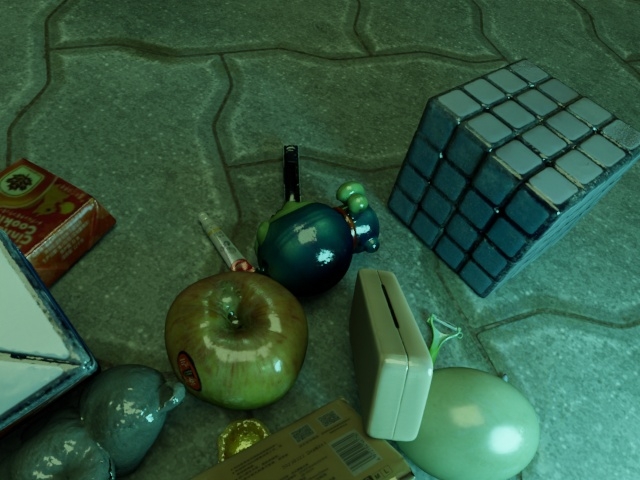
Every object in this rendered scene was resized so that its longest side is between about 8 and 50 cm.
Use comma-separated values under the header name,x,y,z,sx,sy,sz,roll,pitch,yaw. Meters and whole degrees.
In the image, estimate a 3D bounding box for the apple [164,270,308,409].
name,x,y,z,sx,sy,sz,roll,pitch,yaw
apple,-0.145,0.173,0.794,0.261,0.194,0.260,4,52,-5

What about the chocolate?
name,x,y,z,sx,sy,sz,roll,pitch,yaw
chocolate,-0.601,-0.037,0.926,0.238,0.108,0.234,29,58,10

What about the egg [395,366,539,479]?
name,x,y,z,sx,sy,sz,roll,pitch,yaw
egg,0.240,0.309,0.759,0.253,0.186,0.186,5,55,-8

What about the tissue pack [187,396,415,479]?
name,x,y,z,sx,sy,sz,roll,pitch,yaw
tissue pack,-0.026,0.423,0.652,0.306,0.238,0.238,-20,61,-22

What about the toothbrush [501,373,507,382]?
name,x,y,z,sx,sy,sz,roll,pitch,yaw
toothbrush,0.334,0.337,0.858,0.013,0.019,0.193,26,54,10

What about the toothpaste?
name,x,y,z,sx,sy,sz,roll,pitch,yaw
toothpaste,-0.217,0.008,1.000,0.048,0.031,0.190,-29,66,-29

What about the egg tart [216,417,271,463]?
name,x,y,z,sx,sy,sz,roll,pitch,yaw
egg tart,-0.125,0.356,0.762,0.105,0.039,0.105,4,55,-6

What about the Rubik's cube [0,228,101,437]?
name,x,y,z,sx,sy,sz,roll,pitch,yaw
Rubik's cube,-0.516,0.169,0.668,0.255,0.259,0.260,-34,86,-29

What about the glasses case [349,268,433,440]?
name,x,y,z,sx,sy,sz,roll,pitch,yaw
glasses case,0.105,0.171,0.768,0.076,0.143,0.336,6,19,-3

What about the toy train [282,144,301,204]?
name,x,y,z,sx,sy,sz,roll,pitch,yaw
toy train,-0.072,-0.156,1.124,0.043,0.047,0.207,0,56,-7

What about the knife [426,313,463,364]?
name,x,y,z,sx,sy,sz,roll,pitch,yaw
knife,0.233,0.229,0.914,0.078,0.022,0.166,24,53,16

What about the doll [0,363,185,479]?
name,x,y,z,sx,sy,sz,roll,pitch,yaw
doll,-0.370,0.336,0.688,0.246,0.158,0.340,10,49,43

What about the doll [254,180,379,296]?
name,x,y,z,sx,sy,sz,roll,pitch,yaw
doll,0.000,0.001,0.934,0.322,0.198,0.186,-28,62,-28

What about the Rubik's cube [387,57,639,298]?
name,x,y,z,sx,sy,sz,roll,pitch,yaw
Rubik's cube,0.410,-0.141,1.004,0.344,0.344,0.337,-30,63,-24
